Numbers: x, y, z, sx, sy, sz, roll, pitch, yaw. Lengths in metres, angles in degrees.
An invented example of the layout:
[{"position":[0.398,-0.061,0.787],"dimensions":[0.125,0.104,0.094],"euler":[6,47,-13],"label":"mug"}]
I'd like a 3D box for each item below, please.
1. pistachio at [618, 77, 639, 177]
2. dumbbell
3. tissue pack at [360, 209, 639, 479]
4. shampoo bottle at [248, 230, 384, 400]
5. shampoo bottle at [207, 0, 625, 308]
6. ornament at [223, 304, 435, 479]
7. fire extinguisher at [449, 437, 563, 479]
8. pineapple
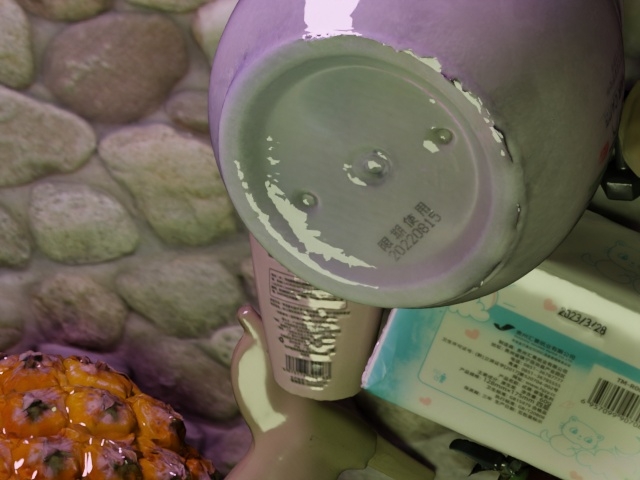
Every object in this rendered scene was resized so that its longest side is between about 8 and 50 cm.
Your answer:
[{"position":[0.316,-0.084,1.340],"dimensions":[0.223,0.126,0.152],"euler":[-15,84,37],"label":"pistachio"},{"position":[0.224,-0.070,1.444],"dimensions":[0.036,0.040,0.083],"euler":[30,141,45],"label":"dumbbell"},{"position":[0.190,0.077,1.514],"dimensions":[0.271,0.124,0.201],"euler":[25,132,6],"label":"tissue pack"},{"position":[0.000,0.000,1.557],"dimensions":[0.127,0.078,0.257],"euler":[13,120,23],"label":"shampoo bottle"},{"position":[0.073,-0.108,1.328],"dimensions":[0.273,0.266,0.273],"euler":[13,128,17],"label":"shampoo bottle"},{"position":[-0.016,0.187,1.684],"dimensions":[0.245,0.061,0.230],"euler":[34,94,-18],"label":"ornament"},{"position":[0.205,0.252,1.685],"dimensions":[0.231,0.071,0.099],"euler":[44,158,-11],"label":"fire extinguisher"},{"position":[-0.253,0.279,1.747],"dimensions":[0.352,0.300,0.352],"euler":[13,129,16],"label":"pineapple"}]
